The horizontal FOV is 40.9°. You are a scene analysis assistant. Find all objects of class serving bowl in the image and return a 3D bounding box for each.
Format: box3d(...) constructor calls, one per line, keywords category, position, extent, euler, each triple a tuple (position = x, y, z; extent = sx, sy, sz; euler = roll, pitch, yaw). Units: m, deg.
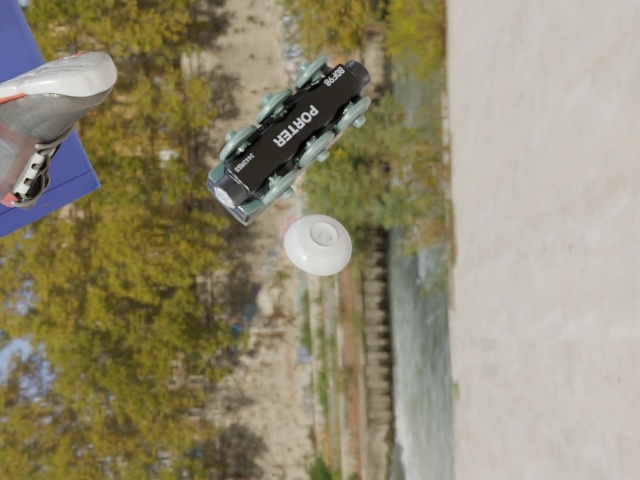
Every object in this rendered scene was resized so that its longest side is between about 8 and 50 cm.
box3d(category="serving bowl", position=(0.000, 0.000, 1.019), extent=(0.027, 0.083, 0.083), euler=(118, 154, -53))

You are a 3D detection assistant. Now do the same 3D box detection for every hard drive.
box3d(category="hard drive", position=(-0.460, -0.180, 1.210), extent=(0.210, 0.040, 0.319), euler=(-37, -68, -45))

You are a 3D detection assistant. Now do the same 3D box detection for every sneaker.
box3d(category="sneaker", position=(-0.155, -0.052, 0.454), extent=(0.061, 0.158, 0.065), euler=(-42, -68, -48))

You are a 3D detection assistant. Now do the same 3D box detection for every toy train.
box3d(category="toy train", position=(-0.052, -0.165, 1.417), extent=(0.142, 0.334, 0.190), euler=(44, 162, 0))
